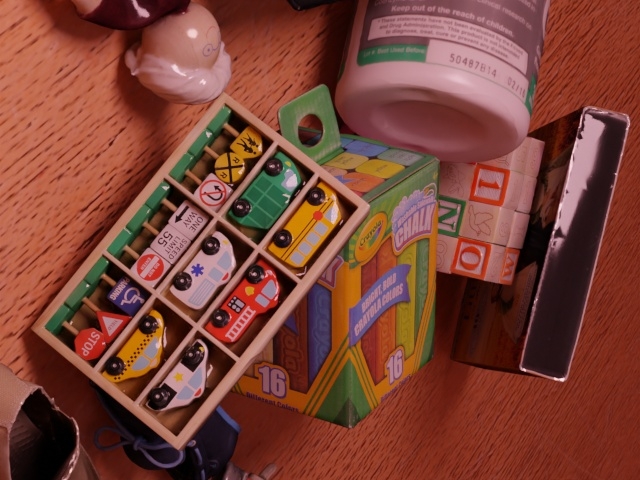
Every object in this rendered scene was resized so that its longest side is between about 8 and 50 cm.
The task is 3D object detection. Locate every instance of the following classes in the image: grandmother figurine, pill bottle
[{"bbox_3d":[-0.148,-0.256,1.339,0.208,0.104,0.342,-44,135,-31],"label":"grandmother figurine"},{"bbox_3d":[0.145,-0.282,1.699,0.204,0.204,0.361,43,55,-58],"label":"pill bottle"}]

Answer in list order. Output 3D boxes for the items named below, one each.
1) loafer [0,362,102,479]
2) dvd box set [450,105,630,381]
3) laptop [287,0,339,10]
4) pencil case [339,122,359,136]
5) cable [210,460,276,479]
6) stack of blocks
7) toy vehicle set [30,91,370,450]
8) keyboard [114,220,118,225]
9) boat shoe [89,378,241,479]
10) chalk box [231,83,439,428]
[{"bbox_3d":[-0.243,0.193,1.361,0.102,0.092,0.268,-62,148,-25],"label":"loafer"},{"bbox_3d":[0.256,0.011,1.962,0.420,0.062,0.308,161,-56,-84],"label":"dvd box set"},{"bbox_3d":[-0.012,-0.361,1.487,0.136,0.264,0.234,-50,166,33],"label":"laptop"},{"bbox_3d":[0.060,-0.087,1.769,0.209,0.098,0.095,-59,147,-29],"label":"pencil case"},{"bbox_3d":[-0.127,0.335,1.620,0.287,0.072,0.139,-59,178,-35],"label":"cable"},{"bbox_3d":[0.163,-0.112,1.866,0.087,0.171,0.297,11,92,-61],"label":"stack of blocks"},{"bbox_3d":[-0.102,0.026,1.394,0.267,0.166,0.035,-52,172,-7],"label":"toy vehicle set"},{"bbox_3d":[-0.105,0.018,1.595,0.317,0.033,0.202,9,94,-62],"label":"keyboard"},{"bbox_3d":[-0.143,0.180,1.522,0.089,0.109,0.258,-64,147,-14],"label":"boat shoe"},{"bbox_3d":[0.000,0.000,1.555,0.180,0.179,0.289,-34,131,-51],"label":"chalk box"}]
